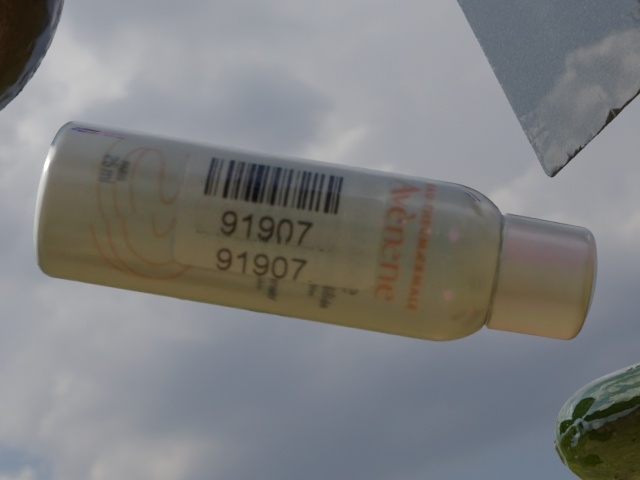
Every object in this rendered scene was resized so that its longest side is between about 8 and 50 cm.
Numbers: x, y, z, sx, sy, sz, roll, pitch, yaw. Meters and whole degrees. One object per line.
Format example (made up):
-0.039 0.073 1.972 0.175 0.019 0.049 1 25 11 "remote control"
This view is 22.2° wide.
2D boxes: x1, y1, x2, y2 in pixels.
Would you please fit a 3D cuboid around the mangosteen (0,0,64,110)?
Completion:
-0.308 -0.183 1.037 0.297 0.297 0.293 -40 11 42 "mangosteen"

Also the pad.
0.181 -0.168 1.259 0.003 0.211 0.143 11 -45 -38 "pad"

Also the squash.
0.228 0.072 0.861 0.229 0.066 0.066 -28 -25 21 "squash"

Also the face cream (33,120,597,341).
0.000 0.000 0.796 0.269 0.082 0.082 9 -24 3 "face cream"
